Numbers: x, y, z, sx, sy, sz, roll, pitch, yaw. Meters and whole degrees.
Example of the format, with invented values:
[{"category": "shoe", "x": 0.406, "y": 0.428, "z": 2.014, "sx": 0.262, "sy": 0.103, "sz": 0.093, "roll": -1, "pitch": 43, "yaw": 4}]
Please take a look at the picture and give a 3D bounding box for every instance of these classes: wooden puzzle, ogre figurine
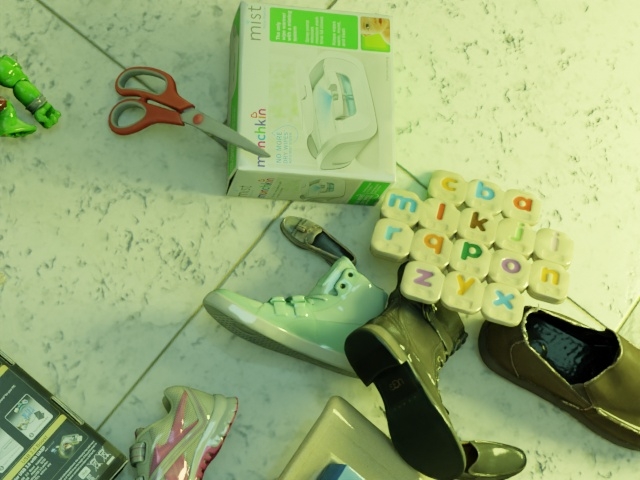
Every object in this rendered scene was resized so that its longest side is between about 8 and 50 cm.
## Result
[{"category": "wooden puzzle", "x": 0.056, "y": 0.421, "z": 1.499, "sx": 0.322, "sy": 0.080, "sz": 0.348, "roll": 42, "pitch": 62, "yaw": -15}, {"category": "ogre figurine", "x": -0.472, "y": -0.193, "z": 1.644, "sx": 0.197, "sy": 0.097, "sz": 0.118, "roll": -17, "pitch": 88, "yaw": -4}]

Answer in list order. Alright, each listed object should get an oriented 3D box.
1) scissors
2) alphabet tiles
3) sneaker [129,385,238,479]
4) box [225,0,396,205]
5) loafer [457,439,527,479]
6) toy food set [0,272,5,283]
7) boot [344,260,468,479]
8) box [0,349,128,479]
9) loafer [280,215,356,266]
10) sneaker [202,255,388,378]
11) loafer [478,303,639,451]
[{"category": "scissors", "x": -0.179, "y": -0.183, "z": 1.656, "sx": 0.297, "sy": 0.021, "sz": 0.109, "roll": 12, "pitch": 73, "yaw": 30}, {"category": "alphabet tiles", "x": 0.218, "y": 0.008, "z": 1.690, "sx": 0.284, "sy": 0.021, "sz": 0.278, "roll": 15, "pitch": 44, "yaw": 4}, {"category": "sneaker", "x": -0.204, "y": 0.299, "z": 1.543, "sx": 0.111, "sy": 0.103, "sz": 0.252, "roll": 25, "pitch": 62, "yaw": 0}, {"category": "box", "x": -0.017, "y": -0.195, "z": 1.720, "sx": 0.231, "sy": 0.127, "sz": 0.262, "roll": 5, "pitch": 73, "yaw": -12}, {"category": "loafer", "x": 0.210, "y": 0.305, "z": 1.637, "sx": 0.170, "sy": 0.061, "sz": 0.062, "roll": -1, "pitch": 71, "yaw": -13}, {"category": "toy food set", "x": -0.508, "y": -0.016, "z": 1.577, "sx": 0.128, "sy": 0.071, "sz": 0.218, "roll": -25, "pitch": 84, "yaw": -23}, {"category": "boot", "x": 0.153, "y": 0.170, "z": 1.616, "sx": 0.263, "sy": 0.091, "sz": 0.229, "roll": 60, "pitch": 34, "yaw": -4}, {"category": "box", "x": -0.487, "y": 0.326, "z": 1.473, "sx": 0.318, "sy": 0.097, "sz": 0.395, "roll": 40, "pitch": 71, "yaw": 0}, {"category": "loafer", "x": 0.000, "y": 0.000, "z": 1.704, "sx": 0.125, "sy": 0.039, "sz": 0.045, "roll": 34, "pitch": 70, "yaw": 0}, {"category": "sneaker", "x": -0.029, "y": 0.081, "z": 1.642, "sx": 0.256, "sy": 0.094, "sz": 0.151, "roll": 22, "pitch": 75, "yaw": -14}, {"category": "loafer", "x": 0.403, "y": 0.198, "z": 1.673, "sx": 0.366, "sy": 0.130, "sz": 0.134, "roll": 21, "pitch": 70, "yaw": -4}]
